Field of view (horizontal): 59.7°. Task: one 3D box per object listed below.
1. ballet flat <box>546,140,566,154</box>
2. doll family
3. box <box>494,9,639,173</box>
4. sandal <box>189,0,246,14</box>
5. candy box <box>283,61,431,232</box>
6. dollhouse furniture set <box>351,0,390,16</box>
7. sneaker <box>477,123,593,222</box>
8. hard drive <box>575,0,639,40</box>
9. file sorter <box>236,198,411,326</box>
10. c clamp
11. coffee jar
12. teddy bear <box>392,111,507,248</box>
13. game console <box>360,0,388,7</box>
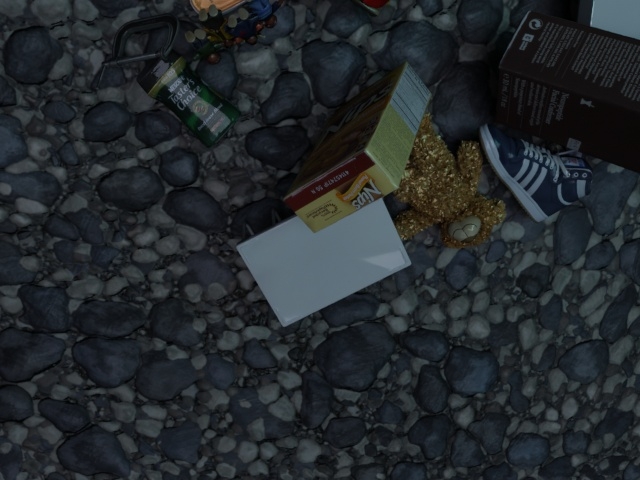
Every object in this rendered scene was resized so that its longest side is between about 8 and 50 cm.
[{"bbox_3d":[0.519,-0.169,1.200,0.041,0.041,0.114,-30,111,3],"label":"ballet flat"},{"bbox_3d":[-0.150,-0.383,1.000,0.192,0.111,0.076,-16,77,10],"label":"doll family"},{"bbox_3d":[0.513,-0.244,0.984,0.381,0.191,0.143,25,79,22],"label":"box"},{"bbox_3d":[-0.114,-0.481,0.983,0.265,0.076,0.102,-34,110,4],"label":"sandal"},{"bbox_3d":[0.073,-0.168,0.968,0.182,0.316,0.087,-26,116,38],"label":"candy box"},{"bbox_3d":[0.042,-0.533,0.905,0.301,0.151,0.198,24,88,-23],"label":"dollhouse furniture set"},{"bbox_3d":[0.441,-0.161,1.125,0.153,0.099,0.282,-28,127,30],"label":"sneaker"},{"bbox_3d":[0.614,-0.476,1.024,0.307,0.040,0.203,-12,116,-16],"label":"hard drive"},{"bbox_3d":[0.000,0.000,1.116,0.277,0.173,0.193,-27,112,2],"label":"file sorter"},{"bbox_3d":[-0.319,-0.337,0.986,0.160,0.137,0.022,-8,157,18],"label":"c clamp"},{"bbox_3d":[-0.245,-0.267,1.039,0.184,0.079,0.096,41,99,-18],"label":"coffee jar"},{"bbox_3d":[0.236,-0.106,1.147,0.245,0.113,0.338,-26,110,4],"label":"teddy bear"},{"bbox_3d":[0.041,-0.588,0.827,0.342,0.060,0.387,25,70,-41],"label":"game console"}]
